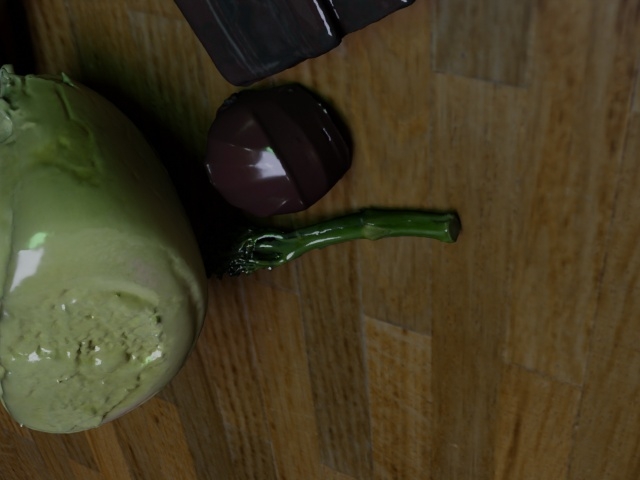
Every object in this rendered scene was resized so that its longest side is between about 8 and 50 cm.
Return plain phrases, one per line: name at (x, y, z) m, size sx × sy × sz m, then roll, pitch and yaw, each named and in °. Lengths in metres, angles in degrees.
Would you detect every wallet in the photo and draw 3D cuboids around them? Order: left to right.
wallet at (-0.061, -0.212, 0.547) m, size 0.182 × 0.049 × 0.229 m, roll -14°, pitch 116°, yaw 47°

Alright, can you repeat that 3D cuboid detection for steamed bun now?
steamed bun at (-0.186, 0.006, 0.732) m, size 0.166 × 0.232 × 0.273 m, roll -2°, pitch 133°, yaw -20°

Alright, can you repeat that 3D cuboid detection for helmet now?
helmet at (-0.042, -0.057, 0.659) m, size 0.123 × 0.070 × 0.098 m, roll -10°, pitch 121°, yaw 41°

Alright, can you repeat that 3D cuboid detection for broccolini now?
broccolini at (0.000, 0.000, 0.710) m, size 0.239 × 0.051 × 0.054 m, roll -8°, pitch 116°, yaw 33°

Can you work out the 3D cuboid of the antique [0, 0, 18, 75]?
antique at (-0.351, -0.168, 0.739) m, size 0.278 × 0.129 × 0.223 m, roll -21°, pitch 114°, yaw 48°
